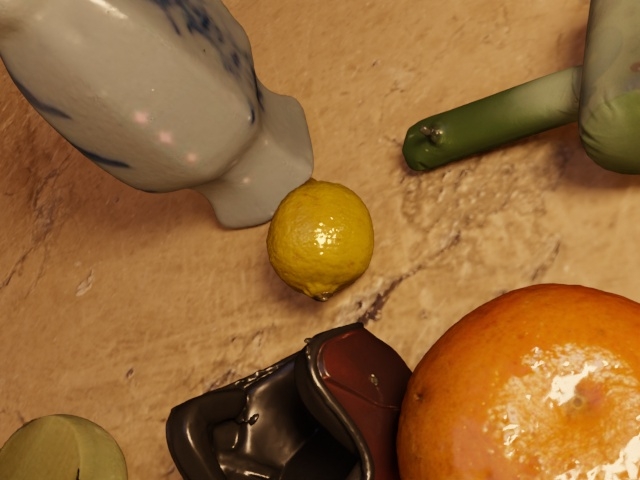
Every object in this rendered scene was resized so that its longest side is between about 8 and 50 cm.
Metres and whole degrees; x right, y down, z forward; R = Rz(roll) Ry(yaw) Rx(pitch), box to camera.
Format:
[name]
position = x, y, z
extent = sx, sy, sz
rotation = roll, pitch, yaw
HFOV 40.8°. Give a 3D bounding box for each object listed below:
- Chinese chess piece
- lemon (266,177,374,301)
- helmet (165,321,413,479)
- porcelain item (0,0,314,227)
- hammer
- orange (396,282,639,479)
[Chinese chess piece]
position = -0.297, 0.287, 0.950
extent = 0.188, 0.083, 0.189
rotation = -21, 52, 28
[lemon]
position = 0.000, 0.000, 0.858
extent = 0.109, 0.109, 0.133
rotation = -18, 61, 33
[helmet]
position = -0.004, 0.167, 0.672
extent = 0.189, 0.193, 0.216
rotation = -29, 33, 33
[porcelain item]
position = -0.188, -0.183, 0.936
extent = 0.178, 0.405, 0.243
rotation = -32, 44, 23
[hammer]
position = 0.200, -0.131, 0.778
extent = 0.335, 0.119, 0.207
rotation = -16, 50, 43
[orange]
position = 0.159, 0.140, 0.559
extent = 0.224, 0.170, 0.224
rotation = -5, 61, 9
